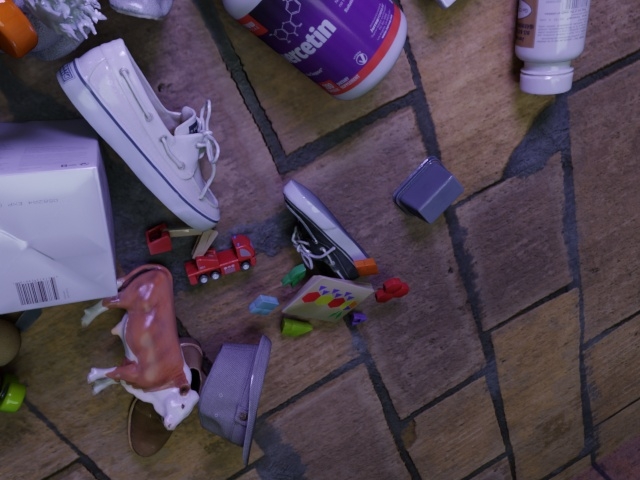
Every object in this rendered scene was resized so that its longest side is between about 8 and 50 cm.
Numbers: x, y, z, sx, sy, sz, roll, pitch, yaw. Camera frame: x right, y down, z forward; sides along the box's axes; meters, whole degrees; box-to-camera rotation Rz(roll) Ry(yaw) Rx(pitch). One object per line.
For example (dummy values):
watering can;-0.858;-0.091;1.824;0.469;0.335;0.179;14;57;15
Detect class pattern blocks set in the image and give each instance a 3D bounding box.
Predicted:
pattern blocks set;0.019;0.126;1.133;0.285;0.026;0.324;-36;143;22

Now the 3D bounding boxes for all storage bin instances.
storage bin;0.244;-0.099;1.134;0.135;0.091;0.098;-45;124;5

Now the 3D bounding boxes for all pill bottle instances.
pill bottle;-0.026;-0.379;0.820;0.322;0.181;0.182;30;101;-32
pill bottle;0.459;-0.418;1.037;0.131;0.131;0.229;-15;120;-15

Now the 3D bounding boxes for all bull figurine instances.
bull figurine;-0.338;0.203;0.977;0.188;0.101;0.311;-7;83;-19

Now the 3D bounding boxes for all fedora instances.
fedora;-0.187;0.326;1.106;0.124;0.244;0.276;12;114;-3

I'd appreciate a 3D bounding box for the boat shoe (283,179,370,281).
boat shoe;-0.002;-0.002;1.069;0.105;0.113;0.306;-38;139;6

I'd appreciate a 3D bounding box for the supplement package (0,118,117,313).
supplement package;-0.419;-0.050;0.771;0.199;0.263;0.198;-8;119;-19

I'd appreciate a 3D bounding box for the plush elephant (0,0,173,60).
plush elephant;-0.334;-0.375;0.655;0.255;0.329;0.272;-55;159;-30

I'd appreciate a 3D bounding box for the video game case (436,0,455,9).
video game case;0.226;-0.561;0.894;0.206;0.026;0.227;-42;108;2

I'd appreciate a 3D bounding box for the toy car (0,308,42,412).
toy car;-0.592;0.189;0.929;0.155;0.148;0.189;29;73;-35

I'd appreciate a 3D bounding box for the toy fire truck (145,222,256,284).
toy fire truck;-0.225;0.015;1.007;0.191;0.047;0.135;-17;129;-14

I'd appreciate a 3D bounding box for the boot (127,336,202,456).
boot;-0.333;0.362;1.111;0.112;0.115;0.305;16;109;-31

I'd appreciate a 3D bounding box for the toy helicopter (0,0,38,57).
toy helicopter;-0.490;-0.266;0.585;0.140;0.355;0.235;-52;127;-19

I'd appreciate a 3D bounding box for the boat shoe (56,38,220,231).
boat shoe;-0.234;-0.167;0.847;0.156;0.136;0.367;-33;134;1
